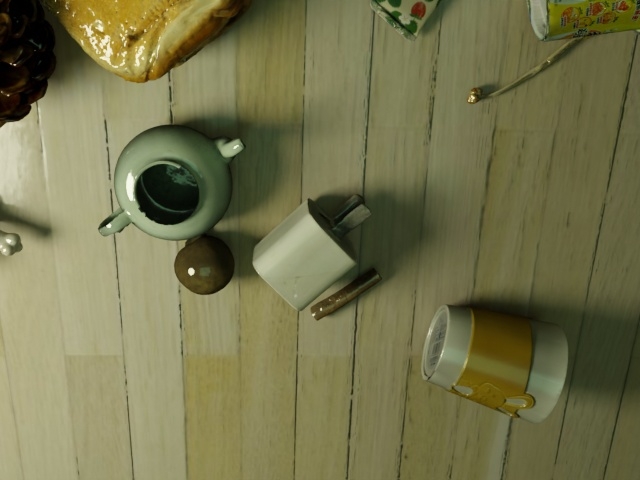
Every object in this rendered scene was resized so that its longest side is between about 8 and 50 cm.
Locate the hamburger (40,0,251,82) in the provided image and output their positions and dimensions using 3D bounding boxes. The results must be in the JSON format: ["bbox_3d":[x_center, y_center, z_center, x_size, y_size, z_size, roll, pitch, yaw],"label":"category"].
[{"bbox_3d":[-0.247,-0.400,0.912,0.304,0.174,0.284,-35,106,10],"label":"hamburger"}]

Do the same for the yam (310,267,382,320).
[{"bbox_3d":[0.047,0.100,1.181,0.145,0.032,0.032,-34,108,10],"label":"yam"}]

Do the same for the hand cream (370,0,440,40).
[{"bbox_3d":[0.198,-0.443,0.983,0.095,0.059,0.276,37,108,-12],"label":"hand cream"}]

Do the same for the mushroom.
[{"bbox_3d":[0.374,-0.298,1.061,0.286,0.028,0.026,-26,66,6],"label":"mushroom"}]

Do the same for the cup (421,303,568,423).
[{"bbox_3d":[0.305,0.231,1.179,0.226,0.185,0.241,17,139,-3],"label":"cup"}]

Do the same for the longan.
[{"bbox_3d":[-0.205,0.038,1.117,0.106,0.106,0.119,-24,70,6],"label":"longan"}]

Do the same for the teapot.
[{"bbox_3d":[-0.242,-0.090,1.047,0.294,0.129,0.193,-32,107,8],"label":"teapot"}]

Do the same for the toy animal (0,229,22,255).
[{"bbox_3d":[-0.649,-0.041,1.057,0.282,0.138,0.140,27,116,-36],"label":"toy animal"}]

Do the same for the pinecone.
[{"bbox_3d":[-0.491,-0.278,0.914,0.224,0.272,0.224,7,76,-28],"label":"pinecone"}]

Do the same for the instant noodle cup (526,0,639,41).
[{"bbox_3d":[0.390,-0.392,0.946,0.153,0.205,0.205,-9,110,11],"label":"instant noodle cup"}]

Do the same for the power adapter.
[{"bbox_3d":[0.000,0.000,1.090,0.205,0.130,0.125,-41,106,13],"label":"power adapter"}]
